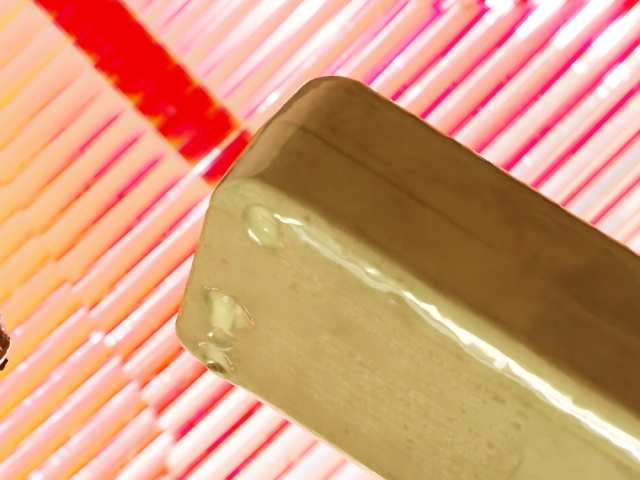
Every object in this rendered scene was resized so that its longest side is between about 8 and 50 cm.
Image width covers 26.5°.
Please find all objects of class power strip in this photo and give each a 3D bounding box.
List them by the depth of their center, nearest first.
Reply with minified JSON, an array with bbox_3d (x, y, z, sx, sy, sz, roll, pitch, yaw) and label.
[{"bbox_3d":[0.097,0.068,0.341,0.053,0.288,0.093,-53,-7,-36],"label":"power strip"}]

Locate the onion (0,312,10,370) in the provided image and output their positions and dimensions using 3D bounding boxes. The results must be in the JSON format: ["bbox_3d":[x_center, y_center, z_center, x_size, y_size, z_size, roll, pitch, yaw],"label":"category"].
[{"bbox_3d":[-0.493,0.083,1.479,0.281,0.281,0.221,-38,-15,-20],"label":"onion"}]
